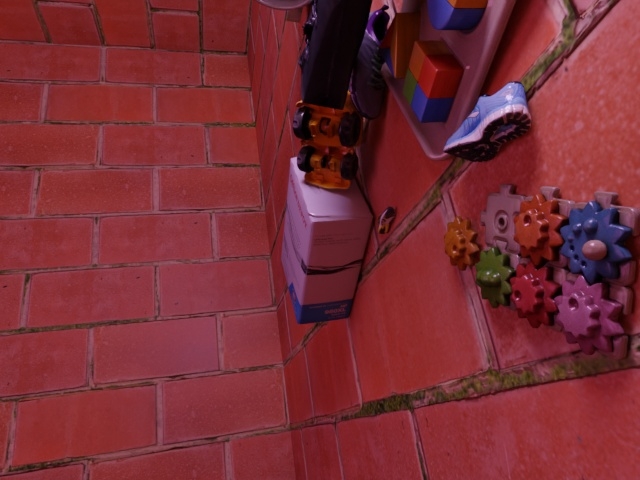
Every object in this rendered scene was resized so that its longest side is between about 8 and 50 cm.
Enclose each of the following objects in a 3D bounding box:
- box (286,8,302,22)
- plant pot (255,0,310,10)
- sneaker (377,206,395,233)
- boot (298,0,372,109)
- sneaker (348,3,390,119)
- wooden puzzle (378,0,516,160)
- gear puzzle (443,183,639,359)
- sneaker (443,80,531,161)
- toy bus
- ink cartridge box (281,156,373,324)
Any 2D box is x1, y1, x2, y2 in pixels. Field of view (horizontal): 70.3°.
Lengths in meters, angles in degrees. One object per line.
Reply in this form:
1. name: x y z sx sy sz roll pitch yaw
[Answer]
1. box: -0.069 -0.915 1.486 0.322 0.059 0.232 129 144 -78
2. plant pot: -0.083 -0.826 1.177 0.280 0.323 0.323 -65 3 -24
3. sneaker: 0.142 -0.050 1.013 0.083 0.031 0.035 105 157 -50
4. boot: 0.068 -0.513 0.815 0.445 0.146 0.366 102 -174 -62
5. sneaker: 0.113 -0.377 0.972 0.098 0.083 0.223 9 106 62
6. wooden puzzle: 0.176 -0.355 0.725 0.347 0.081 0.322 104 158 -48
7. gear puzzle: 0.247 0.015 0.599 0.339 0.044 0.175 -147 55 -72
8. sneaker: 0.232 -0.162 0.632 0.162 0.064 0.073 148 136 -68
9. toy bus: 0.042 -0.269 1.131 0.211 0.150 0.220 -56 -29 -46
10. ink cartridge box: 0.000 0.000 1.295 0.285 0.167 0.394 -109 21 -45
